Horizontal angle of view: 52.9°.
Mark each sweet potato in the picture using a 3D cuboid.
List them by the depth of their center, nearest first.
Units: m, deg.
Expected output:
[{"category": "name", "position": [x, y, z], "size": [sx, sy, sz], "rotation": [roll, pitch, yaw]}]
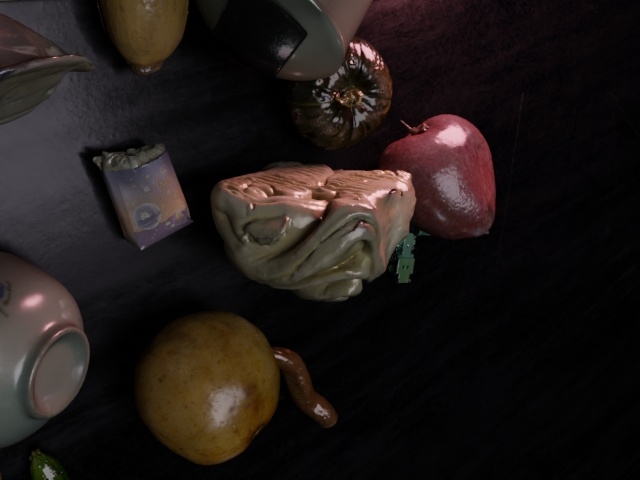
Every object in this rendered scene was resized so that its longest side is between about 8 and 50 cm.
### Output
[{"category": "sweet potato", "position": [-0.049, 0.301, 1.384], "size": [0.067, 0.059, 0.281], "rotation": [-25, 119, 8]}]

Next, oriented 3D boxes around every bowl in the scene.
[{"category": "bowl", "position": [-0.424, 0.168, 0.901], "size": [0.289, 0.146, 0.290], "rotation": [11, 90, -75]}]

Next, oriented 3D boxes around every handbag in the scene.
[{"category": "handbag", "position": [-0.289, -0.082, 1.062], "size": [0.117, 0.095, 0.173], "rotation": [-34, 124, -31]}]

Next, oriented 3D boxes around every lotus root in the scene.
[{"category": "lotus root", "position": [-0.266, -0.402, 0.958], "size": [0.146, 0.130, 0.304], "rotation": [-47, 139, -63]}]

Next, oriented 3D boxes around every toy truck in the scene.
[{"category": "toy truck", "position": [0.211, 0.017, 1.502], "size": [0.067, 0.081, 0.175], "rotation": [2, 101, -37]}]

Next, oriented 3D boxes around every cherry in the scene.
[{"category": "cherry", "position": [0.260, -0.134, 1.390], "size": [0.261, 0.221, 0.307], "rotation": [-36, 90, -31]}]

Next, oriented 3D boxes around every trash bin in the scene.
[{"category": "trash bin", "position": [-0.016, -0.477, 1.059], "size": [0.280, 0.280, 0.432], "rotation": [40, 73, -39]}]

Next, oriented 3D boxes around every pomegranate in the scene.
[{"category": "pomegranate", "position": [-0.197, 0.250, 1.136], "size": [0.260, 0.260, 0.261], "rotation": [-12, 109, -36]}]

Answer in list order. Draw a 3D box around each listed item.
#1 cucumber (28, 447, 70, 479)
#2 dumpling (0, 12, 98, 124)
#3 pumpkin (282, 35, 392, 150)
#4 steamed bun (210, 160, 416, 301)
[{"category": "cucumber", "position": [-0.444, 0.450, 1.104], "size": [0.069, 0.069, 0.228], "rotation": [-29, 115, -30]}, {"category": "dumpling", "position": [-0.424, -0.231, 0.826], "size": [0.243, 0.226, 0.175], "rotation": [-49, 129, -27]}, {"category": "pumpkin", "position": [0.036, -0.281, 1.229], "size": [0.223, 0.157, 0.224], "rotation": [-11, 115, -26]}, {"category": "steamed bun", "position": [0.000, 0.000, 1.161], "size": [0.393, 0.346, 0.238], "rotation": [-5, 112, -19]}]
